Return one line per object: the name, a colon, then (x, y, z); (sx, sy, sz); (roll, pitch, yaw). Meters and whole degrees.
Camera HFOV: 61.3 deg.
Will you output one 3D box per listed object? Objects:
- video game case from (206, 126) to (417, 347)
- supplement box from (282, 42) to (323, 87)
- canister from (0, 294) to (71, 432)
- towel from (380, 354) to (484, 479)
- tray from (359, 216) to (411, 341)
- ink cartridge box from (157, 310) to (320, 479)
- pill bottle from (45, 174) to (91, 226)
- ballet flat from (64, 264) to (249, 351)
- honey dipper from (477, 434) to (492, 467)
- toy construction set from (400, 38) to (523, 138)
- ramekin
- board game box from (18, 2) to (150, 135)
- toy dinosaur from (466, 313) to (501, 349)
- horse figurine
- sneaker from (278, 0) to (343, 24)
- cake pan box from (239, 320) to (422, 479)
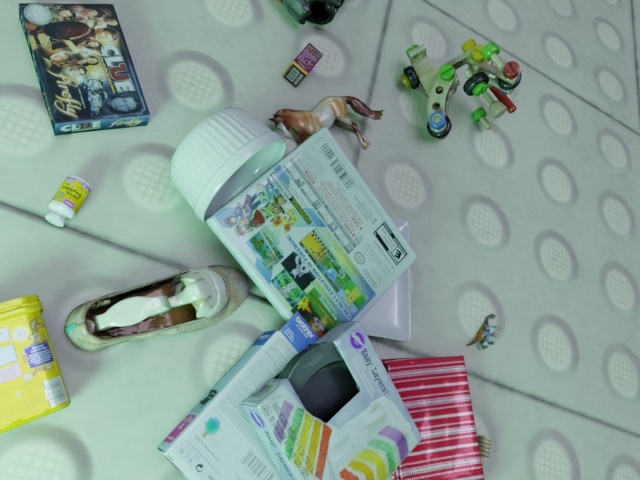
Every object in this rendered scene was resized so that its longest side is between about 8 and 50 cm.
video game case: (0.000, 0.000, 1.018); (0.300, 0.036, 0.329); (-43, 105, -25)
supplement box: (-0.040, -0.393, 1.211); (0.043, 0.055, 0.083); (39, 59, -11)
canister: (-0.443, 0.178, 0.769); (0.126, 0.073, 0.169); (-18, 81, -32)
towel: (0.222, 0.366, 1.058); (0.199, 0.031, 0.274); (2, 70, -20)
tray: (0.121, 0.072, 1.131); (0.145, 0.030, 0.270); (13, 65, -24)
ink cartridge box: (-0.093, 0.289, 0.905); (0.311, 0.065, 0.185); (-45, 104, -30)
pill bottle: (-0.418, -0.065, 0.892); (0.043, 0.043, 0.083); (28, 61, -16)
ballet flat: (-0.244, 0.105, 0.881); (0.316, 0.106, 0.107); (-19, 81, -32)
honey dipper: (0.319, 0.476, 1.082); (0.030, 0.030, 0.160); (25, 64, -18)
toy construction set: (0.348, -0.410, 1.346); (0.309, 0.257, 0.237); (-8, 61, -51)
ramekin: (-0.169, -0.140, 0.962); (0.109, 0.207, 0.207); (45, 57, 4)
board game box: (-0.428, -0.317, 0.984); (0.165, 0.042, 0.243); (-15, 79, -32)
toy dinosaur: (0.371, 0.199, 1.210); (0.090, 0.047, 0.082); (12, 47, -12)
horse figurine: (0.021, -0.249, 1.182); (0.263, 0.066, 0.174); (-40, 98, -31)
sneaker: (0.020, -0.588, 1.292); (0.276, 0.098, 0.135); (-29, 86, -31)
cake pan box: (0.026, 0.301, 0.907); (0.246, 0.070, 0.266); (-32, 98, -37)
